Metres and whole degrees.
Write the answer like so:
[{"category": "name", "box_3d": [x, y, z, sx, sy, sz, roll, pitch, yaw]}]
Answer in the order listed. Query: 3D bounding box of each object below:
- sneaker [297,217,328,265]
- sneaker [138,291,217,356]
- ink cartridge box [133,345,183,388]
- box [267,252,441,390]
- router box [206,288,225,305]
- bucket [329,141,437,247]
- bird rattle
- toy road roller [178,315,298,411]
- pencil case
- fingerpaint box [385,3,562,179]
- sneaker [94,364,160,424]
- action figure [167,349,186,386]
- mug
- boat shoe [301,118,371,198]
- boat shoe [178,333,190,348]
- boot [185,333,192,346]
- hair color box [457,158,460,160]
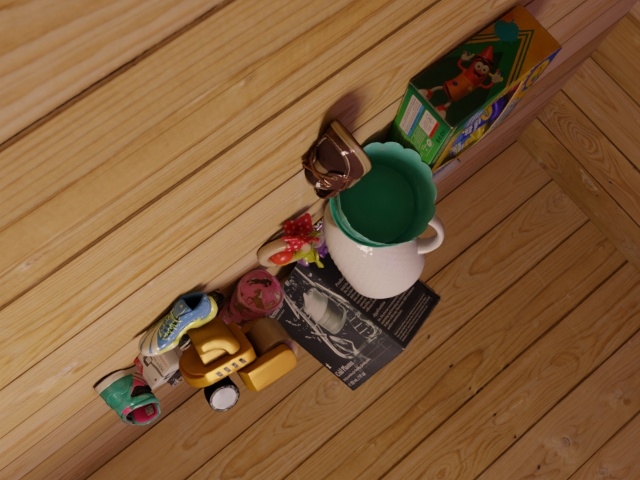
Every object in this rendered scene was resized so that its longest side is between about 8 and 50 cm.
[{"category": "sneaker", "box_3d": [0.000, 0.000, 2.042, 0.236, 0.104, 0.095, -40, 169, -4]}, {"category": "sneaker", "box_3d": [-0.396, 0.211, 1.651, 0.240, 0.091, 0.126, -36, 151, -18]}, {"category": "ink cartridge box", "box_3d": [-0.488, 0.364, 1.859, 0.063, 0.109, 0.150, -21, 160, -51]}, {"category": "box", "box_3d": [0.105, 0.249, 2.306, 0.297, 0.472, 0.480, -45, 173, -36]}, {"category": "router box", "box_3d": [-0.355, 0.203, 1.834, 0.122, 0.038, 0.092, -29, 165, -46]}, {"category": "bucket", "box_3d": [0.163, -0.112, 1.660, 0.281, 0.281, 0.183, -38, 179, -9]}, {"category": "bird rattle", "box_3d": [-0.087, 0.029, 1.812, 0.207, 0.143, 0.253, -24, 169, 8]}, {"category": "toy road roller", "box_3d": [-0.253, 0.311, 1.784, 0.330, 0.202, 0.240, -28, 124, -15]}, {"category": "pencil case", "box_3d": [-0.256, 0.247, 2.065, 0.386, 0.160, 0.167, 128, -20, -51]}, {"category": "fingerpaint box", "box_3d": [0.381, -0.356, 1.651, 0.371, 0.163, 0.445, -37, 170, -13]}, {"category": "sneaker", "box_3d": [-0.559, 0.480, 1.918, 0.124, 0.178, 0.295, -41, 171, 13]}, {"category": "action figure", "box_3d": [-0.476, 0.454, 2.184, 0.164, 0.140, 0.276, 3, -159, 30]}, {"category": "mug", "box_3d": [0.196, -0.018, 1.899, 0.374, 0.276, 0.328, -7, 144, 24]}, {"category": "boat shoe", "box_3d": [0.024, -0.160, 1.366, 0.123, 0.123, 0.342, -40, 177, -6]}, {"category": "boat shoe", "box_3d": [-0.487, 0.354, 2.033, 0.133, 0.042, 0.049, -42, -165, 21]}, {"category": "boot", "box_3d": [-0.433, 0.320, 2.076, 0.099, 0.045, 0.121, -32, 168, -10]}, {"category": "hair color box", "box_3d": [0.400, -0.281, 2.242, 0.174, 0.105, 0.347, -42, 170, 16]}]
